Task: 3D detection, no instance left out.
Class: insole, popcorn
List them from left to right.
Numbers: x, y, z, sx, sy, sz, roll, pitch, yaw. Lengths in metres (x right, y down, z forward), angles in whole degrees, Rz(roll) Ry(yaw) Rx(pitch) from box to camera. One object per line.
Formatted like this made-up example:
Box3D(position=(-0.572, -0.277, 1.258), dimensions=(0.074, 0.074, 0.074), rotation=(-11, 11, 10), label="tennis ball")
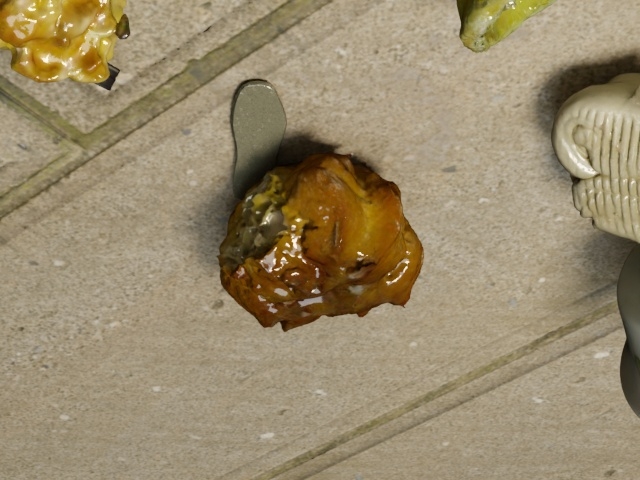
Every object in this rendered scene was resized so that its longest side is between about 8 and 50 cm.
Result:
Box3D(position=(-0.261, -0.233, 1.454), dimensions=(0.170, 0.180, 0.180), rotation=(15, 150, 31), label="popcorn")
Box3D(position=(-0.071, -0.109, 1.728), dimensions=(0.063, 0.010, 0.192), rotation=(2, 140, -6), label="insole")

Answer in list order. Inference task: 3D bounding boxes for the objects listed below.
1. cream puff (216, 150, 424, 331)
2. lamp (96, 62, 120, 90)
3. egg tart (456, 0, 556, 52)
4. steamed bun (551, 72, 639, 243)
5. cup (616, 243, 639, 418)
Box3D(position=(0.000, 0.000, 1.760), dimensions=(0.241, 0.155, 0.269), rotation=(-6, 155, -4), label="cream puff")
Box3D(position=(-0.389, -0.198, 1.530), dimensions=(0.371, 0.130, 0.109), rotation=(22, 92, -34), label="lamp")
Box3D(position=(0.199, -0.261, 1.469), dimensions=(0.197, 0.197, 0.078), rotation=(-40, 87, 35), label="egg tart")
Box3D(position=(0.375, -0.101, 1.681), dimensions=(0.218, 0.144, 0.211), rotation=(10, 135, 28), label="steamed bun")
Box3D(position=(0.478, 0.056, 1.751), dimensions=(0.347, 0.347, 0.163), rotation=(-21, 121, 19), label="cup")
